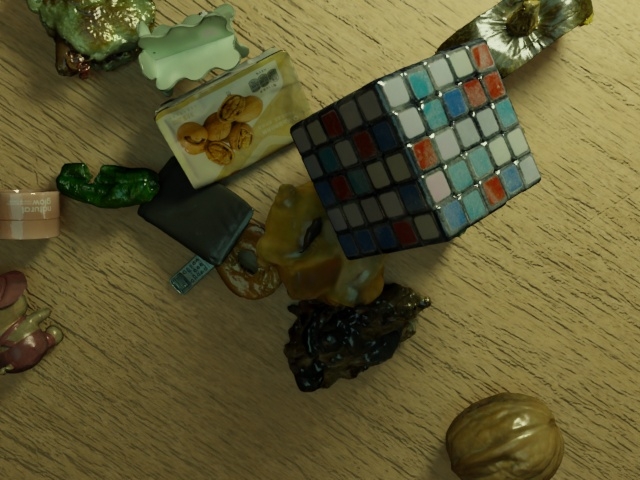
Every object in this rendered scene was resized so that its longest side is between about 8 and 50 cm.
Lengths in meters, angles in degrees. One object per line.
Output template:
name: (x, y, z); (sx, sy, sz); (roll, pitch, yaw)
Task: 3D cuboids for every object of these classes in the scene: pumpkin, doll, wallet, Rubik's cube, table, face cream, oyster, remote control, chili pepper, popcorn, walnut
pumpkin: (0.398, -0.430, 1.338); (0.317, 0.222, 0.139); (-31, 96, 7)
doll: (-0.733, 0.181, 1.503); (0.196, 0.152, 0.255); (-42, 112, -24)
wallet: (-0.280, -0.066, 1.477); (0.245, 0.052, 0.168); (34, 92, 13)
Rubik's cube: (0.169, -0.157, 1.197); (0.292, 0.293, 0.286); (-29, 98, -31)
table: (-0.265, -0.409, 1.382); (0.199, 0.166, 0.166); (-14, 97, 13)
face cream: (-0.664, -0.060, 1.466); (0.149, 0.149, 0.104); (1, 97, 2)
oyster: (0.089, 0.228, 1.508); (0.362, 0.096, 0.221); (-13, 104, 6)
remote control: (-0.297, 0.073, 1.536); (0.124, 0.018, 0.053); (-41, 94, 7)
chili pepper: (-0.479, -0.121, 1.468); (0.254, 0.083, 0.099); (5, 91, 17)
popcorn: (0.000, 0.000, 1.405); (0.298, 0.281, 0.315); (-15, 120, -21)
walnut: (0.409, 0.460, 1.465); (0.261, 0.225, 0.224); (-32, 95, 11)

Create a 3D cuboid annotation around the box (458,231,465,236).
box: (0.227, -0.121, 1.447); (0.180, 0.103, 0.249); (-3, 99, 3)

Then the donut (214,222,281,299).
donut: (-0.159, 0.045, 1.505); (0.162, 0.065, 0.178); (-22, 97, 10)

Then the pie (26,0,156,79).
pie: (-0.496, -0.510, 1.434); (0.257, 0.105, 0.274); (-24, 99, -9)

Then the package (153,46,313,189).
package: (-0.193, -0.286, 1.434); (0.311, 0.165, 0.221); (-28, 131, -2)

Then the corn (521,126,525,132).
corn: (0.343, -0.264, 1.434); (0.211, 0.087, 0.087); (33, 98, -6)

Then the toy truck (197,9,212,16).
toy truck: (-0.274, -0.485, 1.453); (0.083, 0.032, 0.024); (-32, 92, 9)
